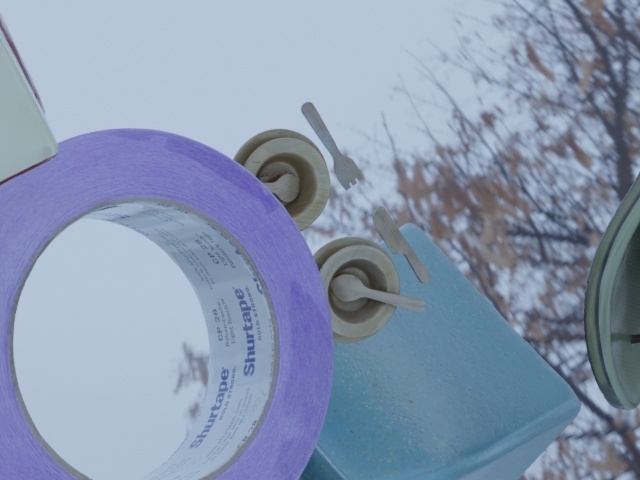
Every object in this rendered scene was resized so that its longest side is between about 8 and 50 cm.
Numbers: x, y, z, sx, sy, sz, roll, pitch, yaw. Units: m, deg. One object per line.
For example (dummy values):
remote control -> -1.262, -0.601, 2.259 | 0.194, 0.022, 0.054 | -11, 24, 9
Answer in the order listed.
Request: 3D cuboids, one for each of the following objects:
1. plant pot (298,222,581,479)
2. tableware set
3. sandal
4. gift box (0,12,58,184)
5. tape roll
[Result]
plant pot -> 0.038, 0.179, 1.541 | 0.248, 0.252, 0.247 | 47, -49, 16
tableware set -> 0.000, 0.000, 1.295 | 0.128, 0.039, 0.194 | -40, -70, -14
sandal -> 0.302, -0.001, 1.387 | 0.120, 0.086, 0.303 | 31, -100, -55
gift box -> -0.303, -0.129, 0.819 | 0.255, 0.276, 0.258 | -28, -68, -11
tape roll -> -0.128, 0.070, 1.053 | 0.275, 0.090, 0.275 | 5, -99, -33
